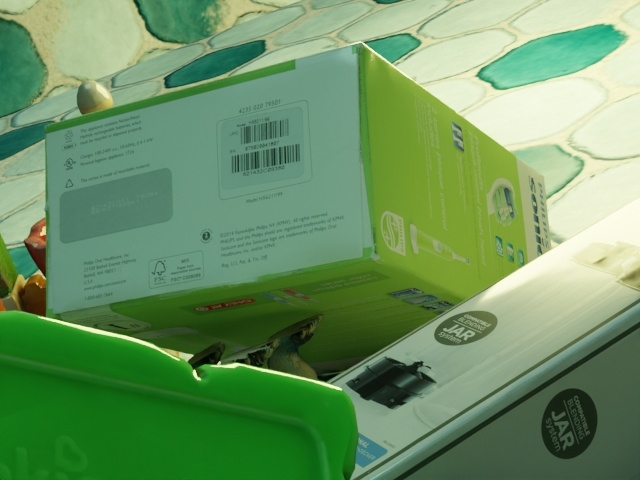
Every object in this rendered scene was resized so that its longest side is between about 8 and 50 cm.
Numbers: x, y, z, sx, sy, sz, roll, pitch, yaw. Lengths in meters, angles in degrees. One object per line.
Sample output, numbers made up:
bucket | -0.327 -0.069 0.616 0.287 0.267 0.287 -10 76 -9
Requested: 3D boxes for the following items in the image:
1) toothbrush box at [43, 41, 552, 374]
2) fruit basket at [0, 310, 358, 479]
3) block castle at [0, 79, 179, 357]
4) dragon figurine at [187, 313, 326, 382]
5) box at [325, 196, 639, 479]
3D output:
toothbrush box | 0.000 0.000 0.857 0.206 0.122 0.283 -11 -18 27
fruit basket | -0.193 0.189 0.463 0.392 0.392 0.283 -17 56 12
block castle | -0.334 0.048 1.136 0.453 0.213 0.303 -19 20 5
dragon figurine | -0.040 0.131 0.786 0.289 0.144 0.085 -19 4 35
box | 0.127 0.094 0.623 0.290 0.169 0.087 -28 21 -21
